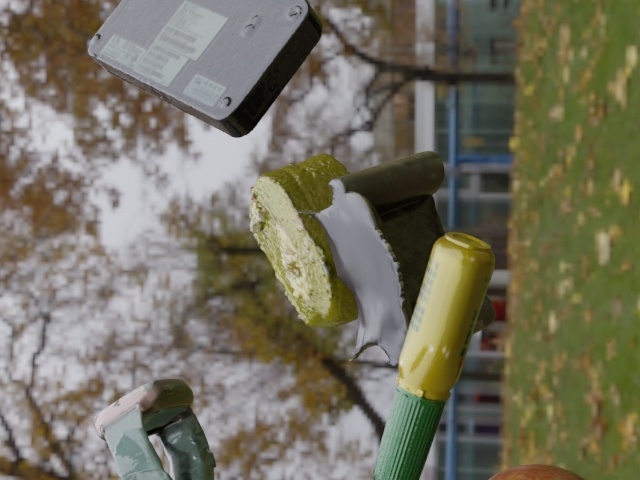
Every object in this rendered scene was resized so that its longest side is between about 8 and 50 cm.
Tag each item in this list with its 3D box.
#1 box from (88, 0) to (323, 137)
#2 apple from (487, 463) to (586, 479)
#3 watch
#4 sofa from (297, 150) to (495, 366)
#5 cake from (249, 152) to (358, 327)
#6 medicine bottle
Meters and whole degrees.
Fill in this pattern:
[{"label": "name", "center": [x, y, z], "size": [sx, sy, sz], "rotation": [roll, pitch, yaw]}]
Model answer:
[{"label": "box", "center": [-0.169, -0.288, 1.964], "size": [0.211, 0.350, 0.058], "rotation": [-55, -42, -8]}, {"label": "apple", "center": [0.273, 0.380, 1.758], "size": [0.188, 0.174, 0.188], "rotation": [5, -96, -53]}, {"label": "watch", "center": [-0.283, 0.388, 2.514], "size": [0.241, 0.161, 0.253], "rotation": [59, -164, 13]}, {"label": "sofa", "center": [0.121, 0.021, 1.852], "size": [0.200, 0.182, 0.258], "rotation": [-18, -91, -36]}, {"label": "cake", "center": [0.000, 0.000, 2.144], "size": [0.260, 0.156, 0.179], "rotation": [58, 157, 18]}, {"label": "medicine bottle", "center": [0.108, 0.122, 1.370], "size": [0.095, 0.064, 0.261], "rotation": [-86, 13, -81]}]
